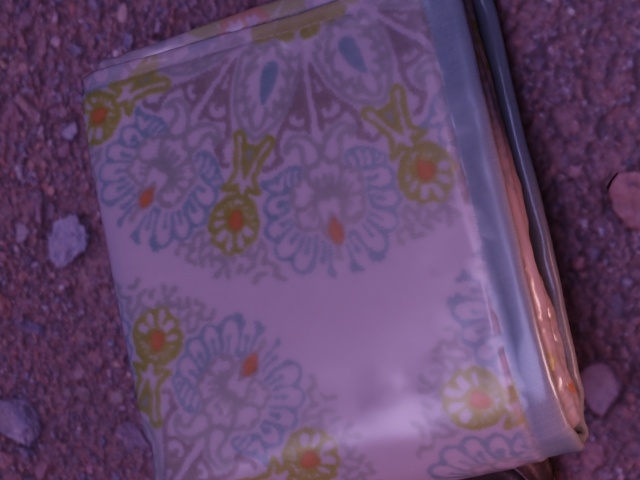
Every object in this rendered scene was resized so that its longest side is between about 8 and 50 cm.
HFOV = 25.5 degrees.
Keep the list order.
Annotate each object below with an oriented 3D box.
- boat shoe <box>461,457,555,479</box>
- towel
[{"bbox_3d":[0.025,0.222,1.092,0.335,0.121,0.119,-23,88,26],"label":"boat shoe"},{"bbox_3d":[0.000,0.000,1.023,0.321,0.090,0.374,-16,80,23],"label":"towel"}]
